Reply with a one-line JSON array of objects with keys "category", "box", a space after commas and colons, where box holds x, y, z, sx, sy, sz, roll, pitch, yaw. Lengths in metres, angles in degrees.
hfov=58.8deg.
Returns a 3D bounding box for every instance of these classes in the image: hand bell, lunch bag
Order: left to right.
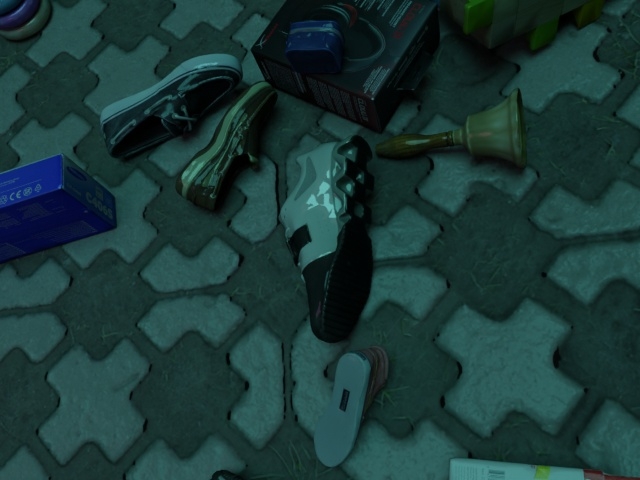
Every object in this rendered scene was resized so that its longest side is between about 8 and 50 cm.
[{"category": "lunch bag", "box": [-0.010, -0.320, 0.931, 0.098, 0.067, 0.065, 6, 73, 18]}, {"category": "hand bell", "box": [0.207, -0.167, 0.936, 0.241, 0.126, 0.126, -4, 67, 26]}]

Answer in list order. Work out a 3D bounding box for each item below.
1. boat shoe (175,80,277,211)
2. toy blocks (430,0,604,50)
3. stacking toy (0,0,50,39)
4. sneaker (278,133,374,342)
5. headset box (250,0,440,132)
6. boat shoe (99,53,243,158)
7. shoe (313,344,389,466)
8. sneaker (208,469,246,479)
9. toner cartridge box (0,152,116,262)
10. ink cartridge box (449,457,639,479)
[{"category": "boat shoe", "box": [-0.144, -0.163, 1.019, 0.095, 0.095, 0.257, 35, 86, 9]}, {"category": "toy blocks", "box": [0.334, -0.490, 0.979, 0.381, 0.191, 0.261, -28, 55, -9]}, {"category": "stacking toy", "box": [-0.725, -0.581, 1.187, 0.141, 0.330, 0.141, -5, 68, 11]}, {"category": "sneaker", "box": [0.000, 0.000, 0.909, 0.146, 0.122, 0.331, -6, 67, 31]}, {"category": "headset box", "box": [0.060, -0.344, 1.022, 0.293, 0.110, 0.218, 29, 78, 22]}, {"category": "boat shoe", "box": [-0.276, -0.244, 1.067, 0.301, 0.108, 0.102, -22, 65, 7]}, {"category": "shoe", "box": [0.049, 0.237, 0.819, 0.063, 0.081, 0.178, 23, 105, 33]}, {"category": "sneaker", "box": [-0.055, 0.380, 0.780, 0.234, 0.078, 0.106, 20, 30, 40]}, {"category": "toner cartridge box", "box": [-0.569, -0.037, 1.022, 0.347, 0.165, 0.075, -16, 66, 6]}, {"category": "ink cartridge box", "box": [0.277, 0.350, 0.706, 0.230, 0.078, 0.134, 1, 69, 14]}]
